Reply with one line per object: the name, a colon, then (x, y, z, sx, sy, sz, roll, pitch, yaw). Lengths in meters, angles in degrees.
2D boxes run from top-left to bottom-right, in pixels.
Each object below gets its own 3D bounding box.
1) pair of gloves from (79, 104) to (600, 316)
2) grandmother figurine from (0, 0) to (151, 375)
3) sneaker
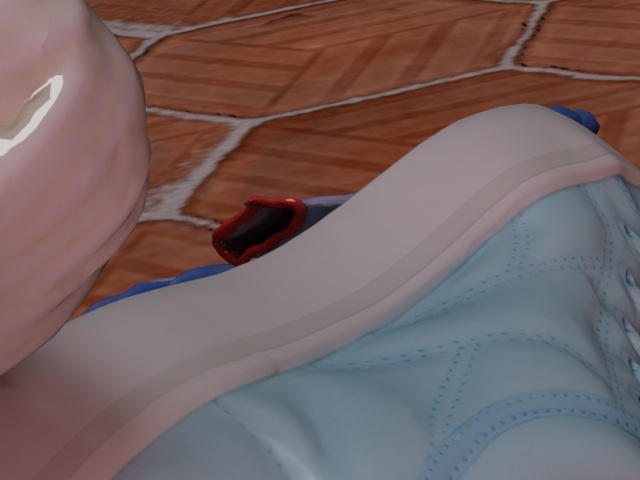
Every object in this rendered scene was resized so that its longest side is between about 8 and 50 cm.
pair of gloves: (0.000, 0.000, 0.686, 0.159, 0.023, 0.198, -14, -11, -40)
grandmother figurine: (-0.179, -0.017, 0.405, 0.342, 0.104, 0.208, 0, -17, 37)
sneaker: (0.041, 0.071, 0.491, 0.150, 0.135, 0.366, 33, 29, 16)
